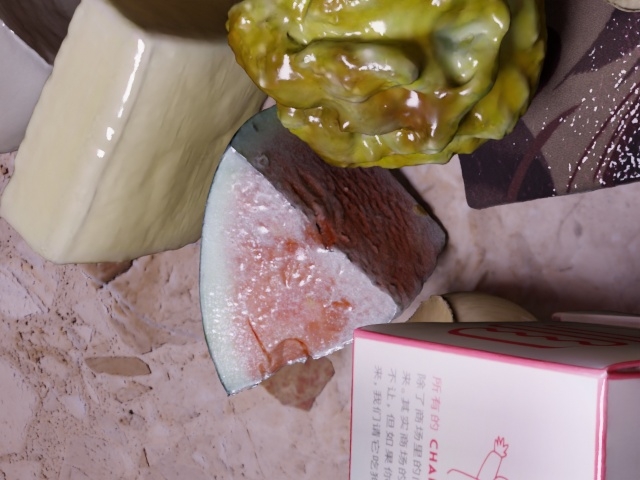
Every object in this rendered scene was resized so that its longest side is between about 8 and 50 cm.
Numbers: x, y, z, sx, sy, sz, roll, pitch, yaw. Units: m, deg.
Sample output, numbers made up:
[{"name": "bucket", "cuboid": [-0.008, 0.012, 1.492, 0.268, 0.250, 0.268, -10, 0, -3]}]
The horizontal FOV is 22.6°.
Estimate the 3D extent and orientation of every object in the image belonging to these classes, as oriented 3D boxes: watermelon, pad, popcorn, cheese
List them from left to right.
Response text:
[{"name": "cheese", "cuboid": [-0.176, -0.119, 1.622, 0.124, 0.242, 0.265, 36, 115, 21]}, {"name": "watermelon", "cuboid": [0.000, 0.000, 1.536, 0.201, 0.213, 0.261, 9, 120, 22]}, {"name": "popcorn", "cuboid": [0.072, -0.187, 1.445, 0.282, 0.282, 0.247, 17, 71, 28]}, {"name": "pad", "cuboid": [0.261, -0.157, 1.488, 0.330, 0.004, 0.220, -10, 94, 33]}]

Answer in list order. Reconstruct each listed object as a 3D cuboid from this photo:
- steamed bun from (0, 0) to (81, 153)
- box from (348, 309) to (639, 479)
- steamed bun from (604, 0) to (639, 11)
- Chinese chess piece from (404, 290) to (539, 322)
[{"name": "steamed bun", "cuboid": [-0.383, -0.241, 1.681, 0.206, 0.324, 0.324, -30, 83, 22]}, {"name": "box", "cuboid": [0.219, 0.219, 1.219, 0.312, 0.300, 0.314, 5, 94, 57]}, {"name": "steamed bun", "cuboid": [0.281, -0.299, 1.352, 0.177, 0.192, 0.106, -36, 49, 24]}, {"name": "Chinese chess piece", "cuboid": [0.128, 0.175, 1.495, 0.104, 0.257, 0.257, 12, 110, -13]}]
